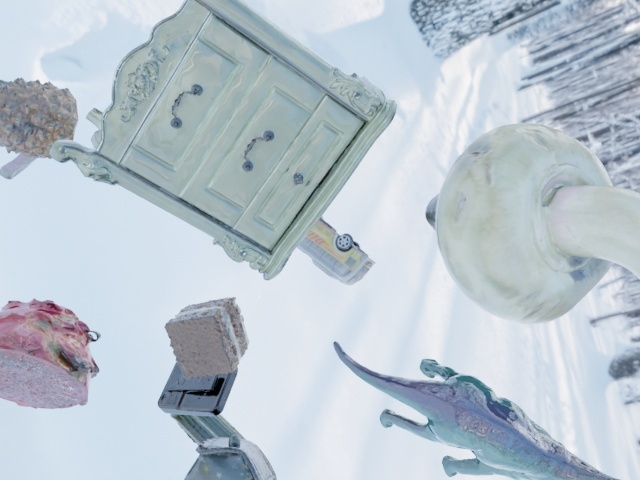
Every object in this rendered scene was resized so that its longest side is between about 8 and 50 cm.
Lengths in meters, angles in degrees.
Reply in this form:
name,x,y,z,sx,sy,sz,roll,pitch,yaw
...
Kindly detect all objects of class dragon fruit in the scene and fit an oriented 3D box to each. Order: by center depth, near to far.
name,x,y,z,sx,sy,sz,roll,pitch,yaw
dragon fruit,-0.796,0.306,1.720,0.371,0.386,0.248,18,50,-10

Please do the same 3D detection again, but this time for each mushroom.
name,x,y,z,sx,sy,sz,roll,pitch,yaw
mushroom,0.356,-0.011,0.968,0.356,0.315,0.315,31,19,16

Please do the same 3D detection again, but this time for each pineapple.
name,x,y,z,sx,sy,sz,roll,pitch,yaw
pineapple,-0.655,-0.258,1.202,0.341,0.169,0.169,6,66,-46

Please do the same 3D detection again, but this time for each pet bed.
name,x,y,z,sx,sy,sz,roll,pitch,yaw
pet bed,-0.193,0.510,1.354,0.159,0.183,0.211,-59,172,-8

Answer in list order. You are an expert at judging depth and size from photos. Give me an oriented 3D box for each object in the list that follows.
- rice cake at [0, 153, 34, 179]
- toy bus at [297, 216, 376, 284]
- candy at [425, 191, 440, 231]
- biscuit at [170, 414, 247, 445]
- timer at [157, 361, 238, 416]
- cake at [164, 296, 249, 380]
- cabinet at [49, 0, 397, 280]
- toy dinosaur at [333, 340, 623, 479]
name,x,y,z,sx,sy,sz,roll,pitch,yaw
rice cake,-0.914,-0.236,1.880,0.047,0.036,0.206,33,21,-15
toy bus,0.000,0.000,1.448,0.268,0.106,0.092,38,2,20
candy,0.316,-0.087,1.176,0.102,0.234,0.104,54,-9,-16
biscuit,-0.269,0.533,1.657,0.322,0.038,0.099,51,59,-18
timer,-0.299,0.350,1.501,0.055,0.188,0.144,58,38,-38
cake,-0.228,0.198,1.292,0.147,0.135,0.135,-40,118,-69
cabinet,-0.124,-0.169,0.823,0.318,0.290,0.227,32,17,-20
toy dinosaur,0.227,0.222,0.719,0.384,0.331,0.129,35,70,-14
